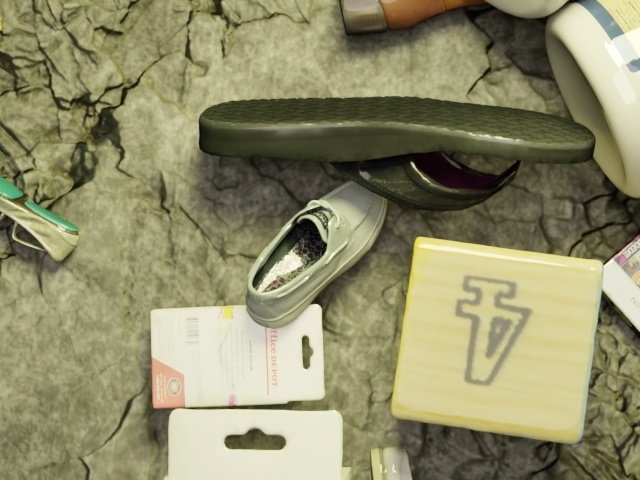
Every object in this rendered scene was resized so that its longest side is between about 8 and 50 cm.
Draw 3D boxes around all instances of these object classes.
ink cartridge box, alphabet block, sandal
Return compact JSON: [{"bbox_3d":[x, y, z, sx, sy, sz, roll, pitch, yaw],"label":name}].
[{"bbox_3d":[-0.066,0.361,1.354,0.207,0.119,0.353,0,87,6],"label":"ink cartridge box"},{"bbox_3d":[0.187,0.108,1.316,0.197,0.192,0.193,8,84,7],"label":"alphabet block"},{"bbox_3d":[-0.092,0.133,1.401,0.198,0.067,0.115,-2,85,7],"label":"ink cartridge box"},{"bbox_3d":[0.083,-0.098,1.374,0.446,0.167,0.107,3,110,14],"label":"sandal"}]

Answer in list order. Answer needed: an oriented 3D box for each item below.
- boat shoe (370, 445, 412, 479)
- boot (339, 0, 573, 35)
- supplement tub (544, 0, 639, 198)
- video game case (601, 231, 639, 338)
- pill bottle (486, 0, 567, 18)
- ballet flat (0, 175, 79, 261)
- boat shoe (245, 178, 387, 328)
[{"bbox_3d":[0.128,0.367,1.347,0.103,0.113,0.302,-14,95,3],"label":"boat shoe"},{"bbox_3d":[0.145,-0.384,1.407,0.280,0.096,0.264,-11,79,1],"label":"boot"},{"bbox_3d":[0.427,-0.208,1.298,0.316,0.228,0.228,-25,84,3],"label":"supplement tub"},{"bbox_3d":[0.457,0.045,1.368,0.232,0.042,0.210,-40,85,1],"label":"video game case"},{"bbox_3d":[0.306,-0.440,1.303,0.392,0.224,0.224,-41,83,-13],"label":"pill bottle"},{"bbox_3d":[-0.367,-0.032,1.448,0.168,0.057,0.052,33,99,7],"label":"ballet flat"},{"bbox_3d":[-0.001,0.000,1.364,0.079,0.081,0.227,33,66,21],"label":"boat shoe"}]
